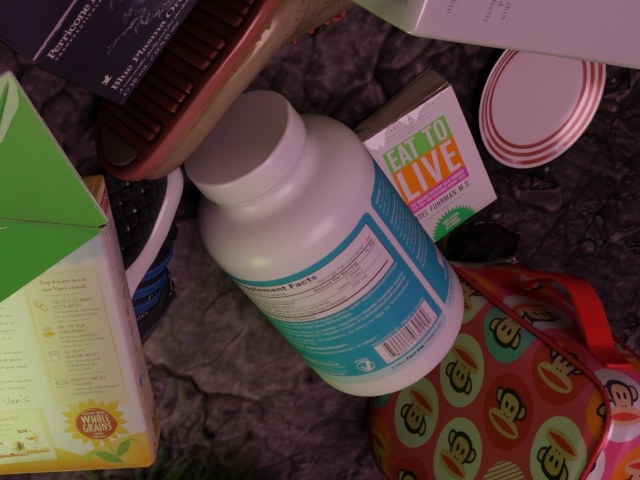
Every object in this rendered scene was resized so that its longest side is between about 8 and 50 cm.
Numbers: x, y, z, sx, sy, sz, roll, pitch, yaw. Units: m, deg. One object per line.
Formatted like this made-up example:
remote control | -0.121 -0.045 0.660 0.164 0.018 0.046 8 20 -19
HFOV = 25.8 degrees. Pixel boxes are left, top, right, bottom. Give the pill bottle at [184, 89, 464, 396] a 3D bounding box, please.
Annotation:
pill bottle | 0.000 0.000 1.101 0.146 0.146 0.264 -43 132 -6

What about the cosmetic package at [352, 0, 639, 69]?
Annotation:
cosmetic package | 0.169 -0.244 0.951 0.385 0.156 0.217 0 120 -49

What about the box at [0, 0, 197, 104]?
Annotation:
box | -0.140 -0.182 0.884 0.156 0.093 0.158 -54 168 4

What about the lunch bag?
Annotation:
lunch bag | 0.171 0.143 1.209 0.120 0.293 0.258 6 113 -32

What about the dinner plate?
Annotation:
dinner plate | 0.195 -0.131 1.246 0.141 0.017 0.141 -17 125 -27

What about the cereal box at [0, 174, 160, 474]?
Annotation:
cereal box | -0.219 0.066 1.002 0.173 0.047 0.240 -3 124 5

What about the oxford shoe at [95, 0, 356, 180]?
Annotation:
oxford shoe | -0.026 -0.173 1.000 0.348 0.123 0.130 -53 138 4

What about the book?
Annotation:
book | 0.088 -0.063 1.206 0.096 0.035 0.144 -36 133 -7

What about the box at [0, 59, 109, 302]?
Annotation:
box | -0.298 -0.020 0.824 0.262 0.231 0.126 -36 130 -12

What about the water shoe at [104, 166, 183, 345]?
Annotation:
water shoe | -0.148 0.020 1.076 0.080 0.073 0.203 -5 126 -57
